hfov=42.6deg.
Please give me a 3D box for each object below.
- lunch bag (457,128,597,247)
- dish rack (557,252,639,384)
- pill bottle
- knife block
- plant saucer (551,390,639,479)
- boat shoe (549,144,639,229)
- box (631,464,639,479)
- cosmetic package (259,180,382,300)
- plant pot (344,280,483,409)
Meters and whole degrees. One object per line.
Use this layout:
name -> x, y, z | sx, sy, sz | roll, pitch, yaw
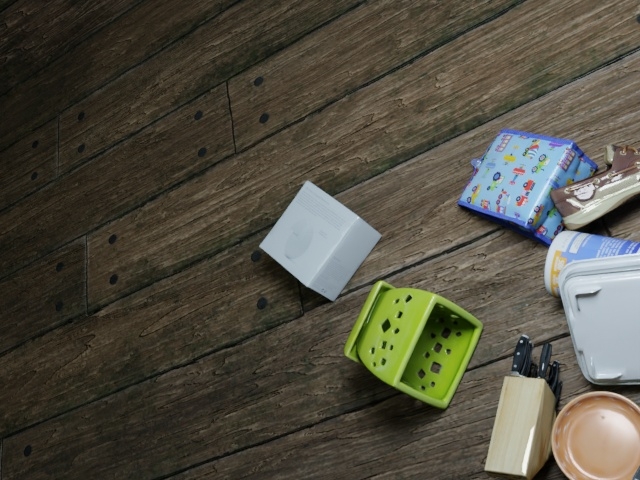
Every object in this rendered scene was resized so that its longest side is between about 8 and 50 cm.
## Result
lunch bag -> 0.464, -0.146, 1.958 | 0.293, 0.138, 0.221 | 29, 89, 49
dish rack -> 0.643, 0.165, 1.601 | 0.332, 0.072, 0.286 | -8, 109, 32
pill bottle -> 0.624, 0.073, 1.715 | 0.272, 0.152, 0.152 | 12, 76, 38
knife block -> 0.419, 0.332, 1.686 | 0.088, 0.275, 0.242 | -3, 97, 34
plant saucer -> 0.567, 0.405, 1.645 | 0.200, 0.037, 0.200 | -12, 62, 25
boat shoe -> 0.659, -0.156, 1.779 | 0.342, 0.123, 0.123 | -32, 87, 10
box -> 0.673, 0.462, 1.437 | 0.242, 0.076, 0.307 | 26, 56, 28
cosmetic package -> 0.000, 0.000, 2.187 | 0.224, 0.138, 0.225 | 38, 94, 40
plant pot -> 0.202, 0.230, 1.893 | 0.207, 0.227, 0.228 | 19, 81, 45
